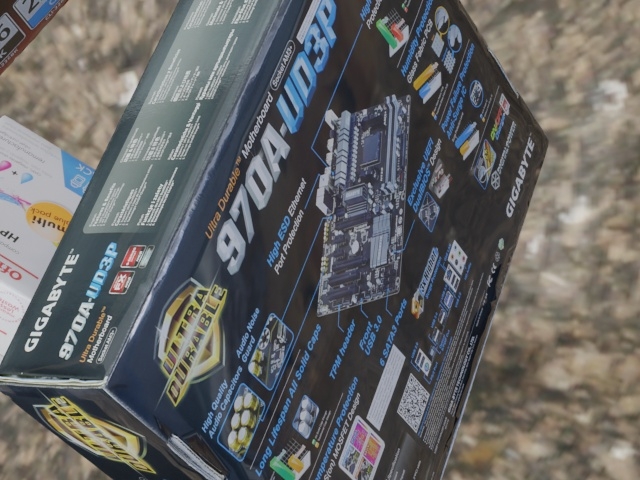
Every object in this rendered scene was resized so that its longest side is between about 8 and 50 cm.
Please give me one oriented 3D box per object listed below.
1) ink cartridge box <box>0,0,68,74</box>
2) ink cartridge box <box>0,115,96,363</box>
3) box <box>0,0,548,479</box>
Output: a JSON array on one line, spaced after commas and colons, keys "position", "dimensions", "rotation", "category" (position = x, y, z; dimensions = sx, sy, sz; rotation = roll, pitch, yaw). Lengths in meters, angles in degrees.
[{"position": [-0.218, -0.134, 0.584], "dimensions": [0.130, 0.272, 0.309], "rotation": [39, 85, 16], "category": "ink cartridge box"}, {"position": [-0.213, 0.006, 0.996], "dimensions": [0.104, 0.181, 0.061], "rotation": [30, 128, 0], "category": "ink cartridge box"}, {"position": [0.000, 0.000, 0.537], "dimensions": [0.175, 0.051, 0.220], "rotation": [48, 53, -42], "category": "box"}]
